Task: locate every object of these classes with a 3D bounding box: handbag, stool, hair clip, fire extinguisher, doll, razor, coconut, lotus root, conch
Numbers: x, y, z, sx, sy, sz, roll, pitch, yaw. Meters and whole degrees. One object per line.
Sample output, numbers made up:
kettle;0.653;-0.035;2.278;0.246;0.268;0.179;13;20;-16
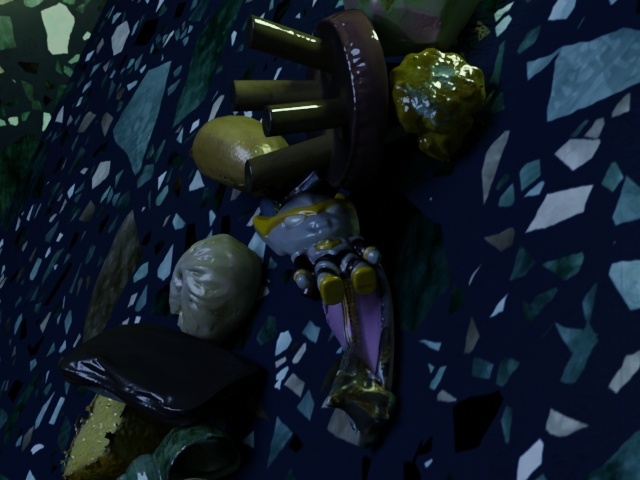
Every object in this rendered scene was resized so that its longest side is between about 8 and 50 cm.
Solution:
handbag;-0.265;0.208;1.868;0.332;0.191;0.075;12;119;39
stool;-0.021;-0.201;1.704;0.272;0.178;0.272;176;90;-74
hair clip;0.051;0.126;1.616;0.359;0.095;0.110;-89;2;-53
fire extinguisher;-0.005;0.045;1.815;0.046;0.032;0.100;82;-152;-70
doll;-0.081;-0.039;2.008;0.037;0.027;0.125;-52;33;20
razor;0.039;-0.155;1.884;0.056;0.093;0.324;51;121;21
doll;-0.005;0.001;1.709;0.145;0.103;0.316;-37;30;3
coconut;0.133;-0.383;1.764;0.236;0.236;0.204;-57;-6;10
lotus root;-0.142;-0.158;2.083;0.303;0.146;0.131;23;92;58
conch;-0.219;0.356;1.772;0.188;0.122;0.176;-41;-19;-12

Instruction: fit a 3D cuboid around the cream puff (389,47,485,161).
cream puff;0.164;-0.190;1.638;0.116;0.146;0.146;87;-176;-50

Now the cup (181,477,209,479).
cup;-0.185;0.486;1.635;0.202;0.255;0.173;-42;-8;31

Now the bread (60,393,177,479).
bread;-0.323;0.320;1.983;0.160;0.147;0.260;-28;29;36

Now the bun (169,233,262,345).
bun;-0.194;0.083;1.985;0.193;0.128;0.178;-56;30;16
